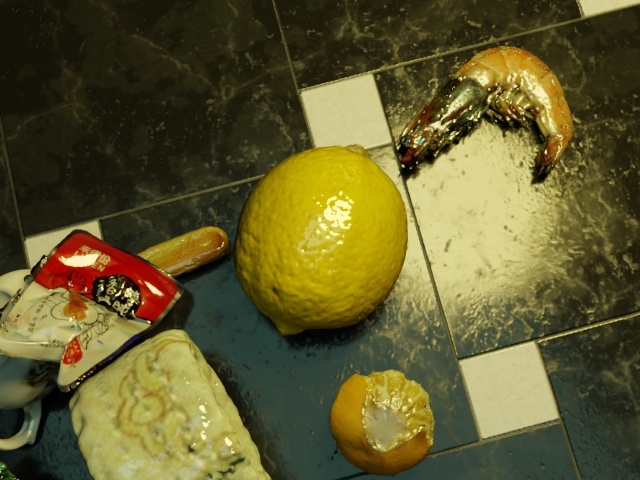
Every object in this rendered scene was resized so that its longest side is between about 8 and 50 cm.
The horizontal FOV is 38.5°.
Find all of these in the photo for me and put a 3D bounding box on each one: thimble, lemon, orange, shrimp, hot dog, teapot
[{"bbox_3d":[-0.198,0.286,1.232,0.195,0.291,0.291,-30,78,-4],"label":"thimble"},{"bbox_3d":[0.001,0.000,1.315,0.267,0.267,0.267,0,78,2],"label":"lemon"},{"bbox_3d":[0.090,0.260,1.310,0.156,0.134,0.156,0,90,0],"label":"orange"},{"bbox_3d":[0.265,-0.172,1.437,0.290,0.054,0.222,-37,79,-10],"label":"shrimp"},{"bbox_3d":[-0.242,0.037,1.411,0.215,0.047,0.066,-25,64,-3],"label":"hot dog"},{"bbox_3d":[-0.441,0.157,1.349,0.204,0.139,0.298,13,80,32],"label":"teapot"}]

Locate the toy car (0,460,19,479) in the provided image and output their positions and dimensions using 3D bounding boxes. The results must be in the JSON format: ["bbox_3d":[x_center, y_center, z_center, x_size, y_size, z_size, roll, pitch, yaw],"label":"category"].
[{"bbox_3d":[-0.394,0.460,1.287,0.320,0.097,0.141,41,66,2],"label":"toy car"}]

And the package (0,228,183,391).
[{"bbox_3d":[-0.331,0.096,1.279,0.194,0.269,0.071,37,123,-4],"label":"package"}]
